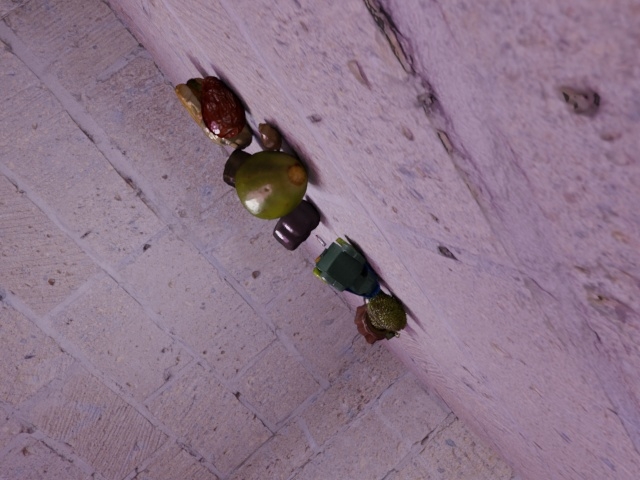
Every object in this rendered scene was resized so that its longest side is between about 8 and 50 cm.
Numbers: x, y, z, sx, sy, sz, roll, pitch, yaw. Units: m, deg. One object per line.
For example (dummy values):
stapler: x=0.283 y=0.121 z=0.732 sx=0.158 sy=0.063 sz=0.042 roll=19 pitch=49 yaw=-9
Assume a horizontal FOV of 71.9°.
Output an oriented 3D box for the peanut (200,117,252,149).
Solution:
peanut: x=-0.392 y=-0.465 z=1.891 sx=0.130 sy=0.130 sz=0.290 roll=48 pitch=-160 yaw=19

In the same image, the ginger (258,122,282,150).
ginger: x=-0.173 y=-0.361 z=1.539 sx=0.096 sy=0.067 sz=0.165 roll=48 pitch=-170 yaw=-28

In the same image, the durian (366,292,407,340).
durian: x=0.291 y=0.310 z=1.891 sx=0.198 sy=0.146 sz=0.159 roll=41 pitch=155 yaw=21

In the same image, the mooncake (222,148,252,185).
mooncake: x=-0.292 y=-0.279 z=1.972 sx=0.291 sy=0.161 sz=0.290 roll=26 pitch=178 yaw=1

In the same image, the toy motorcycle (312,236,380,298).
toy motorcycle: x=0.146 y=0.152 z=1.875 sx=0.326 sy=0.191 sz=0.200 roll=37 pitch=179 yaw=-33

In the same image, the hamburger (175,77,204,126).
hamburger: x=-0.494 y=-0.587 z=1.962 sx=0.330 sy=0.162 sz=0.209 roll=54 pitch=170 yaw=-11

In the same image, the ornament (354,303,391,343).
ornament: x=0.292 y=0.406 z=2.222 sx=0.217 sy=0.221 sz=0.235 roll=104 pitch=170 yaw=-78

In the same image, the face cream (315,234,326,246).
face cream: x=0.000 y=0.000 z=2.580 sx=0.083 sy=0.021 sz=0.040 roll=49 pitch=173 yaw=9

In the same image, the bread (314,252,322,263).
bread: x=0.045 y=0.131 z=2.484 sx=0.139 sy=0.143 sz=0.229 roll=47 pitch=171 yaw=21

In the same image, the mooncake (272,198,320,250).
mooncake: x=-0.108 y=-0.068 z=2.026 sx=0.133 sy=0.245 sz=0.245 roll=41 pitch=173 yaw=6

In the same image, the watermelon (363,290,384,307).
watermelon: x=0.260 y=0.289 z=2.077 sx=0.105 sy=0.105 sz=0.133 roll=60 pitch=-174 yaw=-56

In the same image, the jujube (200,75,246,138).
jujube: x=-0.384 y=-0.514 z=1.702 sx=0.168 sy=0.168 sz=0.236 roll=126 pitch=121 yaw=-83

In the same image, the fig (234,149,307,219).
fig: x=-0.166 y=-0.210 z=1.588 sx=0.258 sy=0.258 sz=0.326 roll=51 pitch=154 yaw=-12
